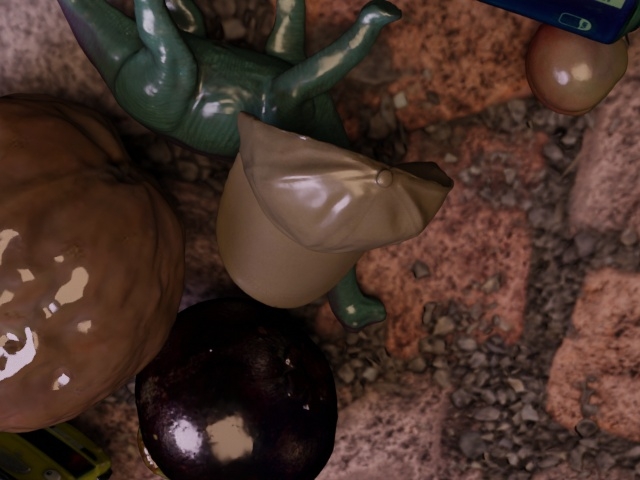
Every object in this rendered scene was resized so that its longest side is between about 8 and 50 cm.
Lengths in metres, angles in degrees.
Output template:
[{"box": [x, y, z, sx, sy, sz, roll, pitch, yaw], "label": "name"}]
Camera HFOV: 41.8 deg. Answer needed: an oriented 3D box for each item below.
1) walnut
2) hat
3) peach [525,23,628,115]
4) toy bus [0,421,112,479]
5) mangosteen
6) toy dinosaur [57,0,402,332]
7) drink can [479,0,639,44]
[{"box": [-0.241, 0.020, 0.673, 0.273, 0.227, 0.273, 1, 119, 2], "label": "walnut"}, {"box": [0.000, 0.000, 0.648, 0.166, 0.144, 0.173, 11, 109, -17], "label": "hat"}, {"box": [0.206, -0.144, 0.679, 0.083, 0.083, 0.083, 0, 114, 0], "label": "peach"}, {"box": [-0.309, 0.301, 0.838, 0.128, 0.150, 0.262, 28, 114, 20], "label": "toy bus"}, {"box": [-0.091, 0.155, 0.768, 0.194, 0.194, 0.230, 45, 133, -18], "label": "mangosteen"}, {"box": [-0.098, -0.077, 0.709, 0.383, 0.129, 0.331, 11, 122, -3], "label": "toy dinosaur"}, {"box": [0.147, -0.225, 0.606, 0.204, 0.118, 0.118, 22, 113, 6], "label": "drink can"}]
